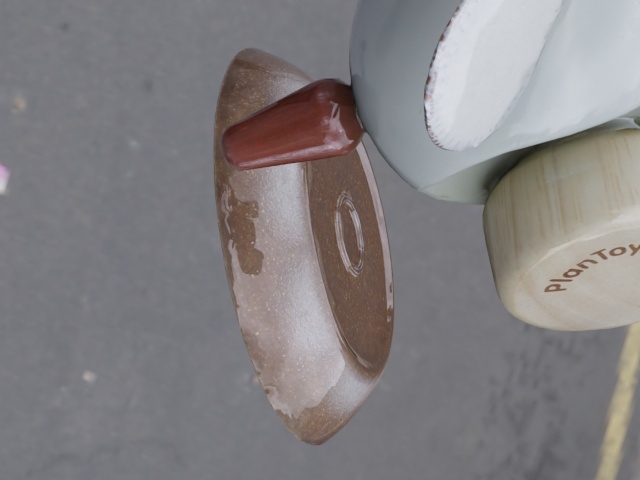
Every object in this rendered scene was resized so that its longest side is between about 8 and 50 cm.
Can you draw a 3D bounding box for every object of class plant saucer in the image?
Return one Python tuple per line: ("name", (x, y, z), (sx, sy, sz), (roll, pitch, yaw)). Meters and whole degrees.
("plant saucer", (0.000, 0.000, 0.835), (0.198, 0.036, 0.198), (-9, 90, -74))

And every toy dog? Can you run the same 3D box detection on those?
("toy dog", (0.039, -0.098, 0.491), (0.161, 0.220, 0.333), (-13, 133, -3))
